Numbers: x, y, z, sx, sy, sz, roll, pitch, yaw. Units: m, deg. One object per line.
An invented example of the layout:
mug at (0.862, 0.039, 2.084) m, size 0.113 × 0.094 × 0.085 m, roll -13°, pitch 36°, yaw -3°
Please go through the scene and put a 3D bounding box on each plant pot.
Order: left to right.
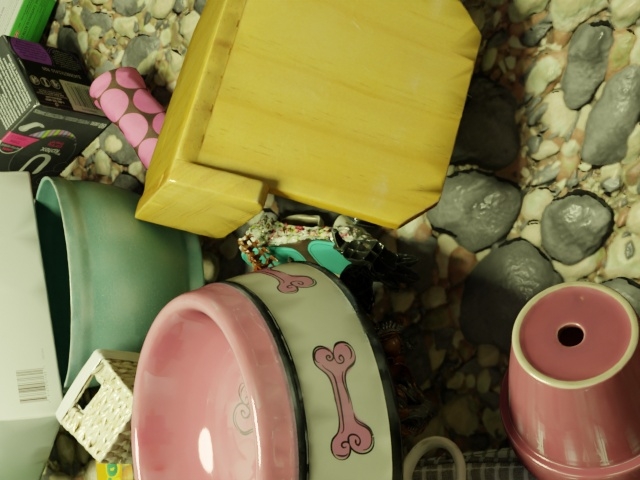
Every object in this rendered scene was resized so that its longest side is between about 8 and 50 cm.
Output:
plant pot at (-0.273, 0.056, 1.680) m, size 0.293 × 0.196 × 0.293 m, roll 177°, pitch 90°, yaw -69°
plant pot at (0.281, 0.145, 1.297) m, size 0.201 × 0.180 × 0.201 m, roll -10°, pitch 51°, yaw 13°

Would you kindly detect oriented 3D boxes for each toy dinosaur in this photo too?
toy dinosaur at (0.012, 0.111, 1.528) m, size 0.322 × 0.164 × 0.218 m, roll 25°, pitch 144°, yaw 7°

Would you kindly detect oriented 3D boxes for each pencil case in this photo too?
pencil case at (-0.248, -0.158, 1.785) m, size 0.095 × 0.098 × 0.209 m, roll -27°, pitch 63°, yaw -19°

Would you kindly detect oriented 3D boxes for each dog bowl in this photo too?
dog bowl at (-0.081, 0.225, 1.365) m, size 0.408 × 0.150 × 0.408 m, roll -3°, pitch 87°, yaw 59°

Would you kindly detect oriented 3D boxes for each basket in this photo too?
basket at (-0.232, 0.218, 1.576) m, size 0.103 × 0.167 × 0.113 m, roll 41°, pitch 105°, yaw 33°

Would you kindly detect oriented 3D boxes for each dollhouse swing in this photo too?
dollhouse swing at (-0.017, -0.165, 1.540) m, size 0.315 × 0.305 × 0.346 m, roll 151°, pitch 136°, yaw -69°

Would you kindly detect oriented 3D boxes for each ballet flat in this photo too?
ballet flat at (0.000, 0.000, 1.611) m, size 0.241 × 0.091 × 0.077 m, roll 6°, pitch 56°, yaw 30°

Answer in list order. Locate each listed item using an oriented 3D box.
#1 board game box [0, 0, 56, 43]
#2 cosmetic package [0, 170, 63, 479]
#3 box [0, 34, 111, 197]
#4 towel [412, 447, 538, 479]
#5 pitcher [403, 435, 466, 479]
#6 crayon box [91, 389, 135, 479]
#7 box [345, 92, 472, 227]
board game box at (-0.575, -0.400, 2.022) m, size 0.317 × 0.064 × 0.242 m, roll 24°, pitch 91°, yaw 33°
cosmetic package at (-0.451, 0.134, 1.746) m, size 0.284 × 0.097 × 0.377 m, roll 118°, pitch 143°, yaw -55°
box at (-0.485, -0.166, 1.896) m, size 0.270 × 0.165 × 0.143 m, roll -40°, pitch 66°, yaw 25°
towel at (0.204, 0.380, 1.408) m, size 0.235 × 0.121 × 0.283 m, roll -9°, pitch 80°, yaw 32°
pitcher at (0.107, 0.333, 1.342) m, size 0.178 × 0.125 × 0.207 m, roll -34°, pitch 58°, yaw 15°
crayon box at (-0.207, 0.281, 1.695) m, size 0.323 × 0.083 × 0.203 m, roll -24°, pitch 61°, yaw 30°
box at (0.066, -0.155, 1.593) m, size 0.175 × 0.051 × 0.220 m, roll 47°, pitch 110°, yaw 29°
